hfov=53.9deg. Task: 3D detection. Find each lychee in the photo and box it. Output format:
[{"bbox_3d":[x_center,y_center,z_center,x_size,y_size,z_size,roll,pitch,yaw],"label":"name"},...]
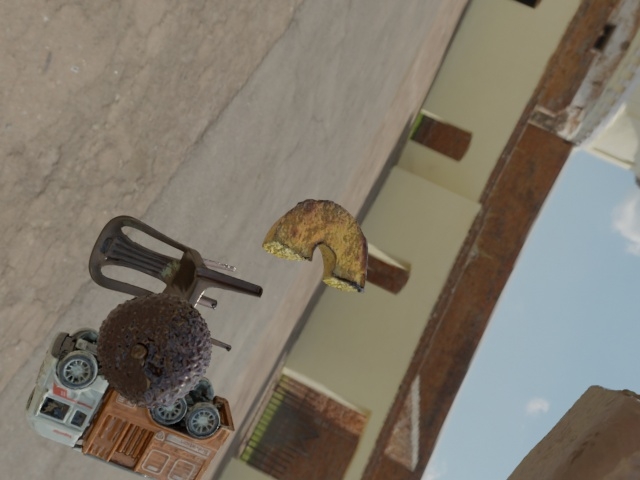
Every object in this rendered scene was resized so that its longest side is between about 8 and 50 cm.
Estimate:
[{"bbox_3d":[-0.268,0.174,1.034,0.194,0.194,0.194,-62,173,-13],"label":"lychee"}]

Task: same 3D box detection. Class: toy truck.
[{"bbox_3d":[-0.383,0.342,1.255,0.207,0.388,0.173,-61,-163,2],"label":"toy truck"}]

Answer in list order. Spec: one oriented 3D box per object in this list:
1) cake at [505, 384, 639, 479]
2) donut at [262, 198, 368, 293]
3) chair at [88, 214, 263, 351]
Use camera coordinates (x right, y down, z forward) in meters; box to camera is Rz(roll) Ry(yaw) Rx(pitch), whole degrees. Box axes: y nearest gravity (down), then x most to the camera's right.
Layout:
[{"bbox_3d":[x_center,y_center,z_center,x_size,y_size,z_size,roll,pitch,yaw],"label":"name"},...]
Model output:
[{"bbox_3d":[0.402,0.345,0.820,0.230,0.237,0.309,-48,166,-1],"label":"cake"},{"bbox_3d":[0.005,-0.002,1.333,0.101,0.259,0.152,-12,-128,54],"label":"donut"},{"bbox_3d":[-0.323,0.089,1.375,0.175,0.326,0.183,-61,-148,10],"label":"chair"}]
